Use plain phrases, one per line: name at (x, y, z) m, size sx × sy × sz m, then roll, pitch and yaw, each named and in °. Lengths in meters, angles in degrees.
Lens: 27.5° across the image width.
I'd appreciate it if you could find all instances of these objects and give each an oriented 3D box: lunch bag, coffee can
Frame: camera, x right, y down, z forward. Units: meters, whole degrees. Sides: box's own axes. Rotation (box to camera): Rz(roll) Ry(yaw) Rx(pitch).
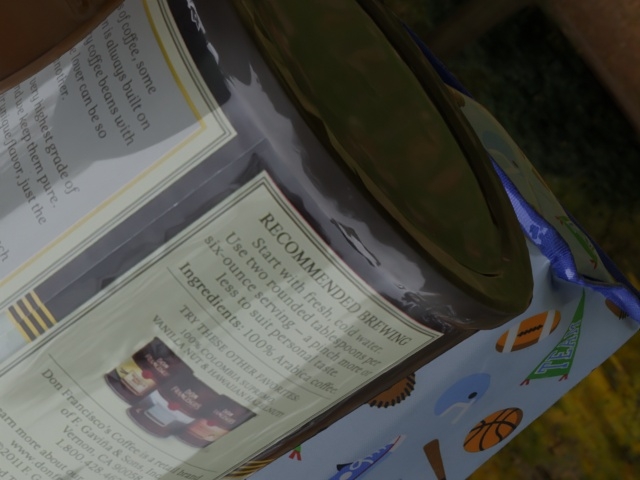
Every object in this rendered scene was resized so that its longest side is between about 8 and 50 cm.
lunch bag at (0.000, 0.000, 1.022) m, size 0.239 × 0.328 × 0.385 m, roll 31°, pitch -158°, yaw -53°
coffee can at (-0.084, 0.014, 0.536) m, size 0.201 × 0.275 × 0.201 m, roll 46°, pitch -158°, yaw -25°

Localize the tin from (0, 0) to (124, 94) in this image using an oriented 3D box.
tin at (-0.079, -0.108, 0.412) m, size 0.106 × 0.190 × 0.040 m, roll 13°, pitch 143°, yaw 40°
